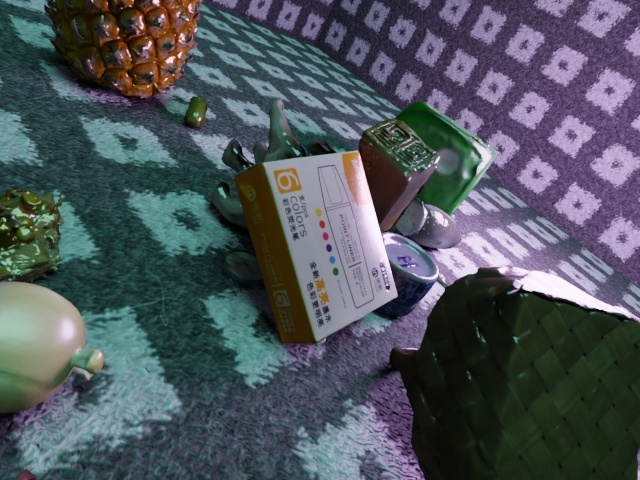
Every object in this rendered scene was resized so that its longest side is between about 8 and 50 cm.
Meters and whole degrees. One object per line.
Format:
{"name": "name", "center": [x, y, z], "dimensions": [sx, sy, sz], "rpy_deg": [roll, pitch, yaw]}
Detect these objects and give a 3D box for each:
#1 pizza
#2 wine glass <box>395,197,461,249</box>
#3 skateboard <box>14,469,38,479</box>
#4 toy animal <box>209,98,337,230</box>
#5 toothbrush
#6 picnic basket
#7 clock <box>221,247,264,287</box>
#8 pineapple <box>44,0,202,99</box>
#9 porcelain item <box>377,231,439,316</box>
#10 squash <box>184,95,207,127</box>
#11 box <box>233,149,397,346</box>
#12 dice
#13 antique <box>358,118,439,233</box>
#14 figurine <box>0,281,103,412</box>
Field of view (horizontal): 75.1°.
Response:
{"name": "pizza", "center": [-0.393, -0.010, 0.506], "dimensions": [0.147, 0.069, 0.226], "rpy_deg": [35, 29, 12]}
{"name": "wine glass", "center": [0.295, -0.039, 1.140], "dimensions": [0.204, 0.111, 0.111], "rpy_deg": [17, 30, -43]}
{"name": "skateboard", "center": [-0.244, 0.235, 0.284], "dimensions": [0.080, 0.067, 0.151], "rpy_deg": [38, 25, -7]}
{"name": "toy animal", "center": [-0.037, -0.112, 0.873], "dimensions": [0.302, 0.194, 0.344], "rpy_deg": [32, 40, -7]}
{"name": "toothbrush", "center": [0.286, 0.070, 1.065], "dimensions": [0.026, 0.028, 0.294], "rpy_deg": [-2, 38, -47]}
{"name": "picnic basket", "center": [0.244, 0.208, 0.611], "dimensions": [0.292, 0.338, 0.337], "rpy_deg": [15, 32, -15]}
{"name": "clock", "center": [-0.128, 0.046, 0.718], "dimensions": [0.085, 0.017, 0.085], "rpy_deg": [23, 30, -14]}
{"name": "pineapple", "center": [-0.458, -0.522, 0.992], "dimensions": [0.352, 0.300, 0.353], "rpy_deg": [23, 31, -15]}
{"name": "porcelain item", "center": [0.149, 0.070, 0.840], "dimensions": [0.147, 0.114, 0.147], "rpy_deg": [22, 29, -13]}
{"name": "squash", "center": [-0.327, -0.346, 1.106], "dimensions": [0.052, 0.052, 0.184], "rpy_deg": [19, 28, -21]}
{"name": "box", "center": [0.000, 0.000, 0.670], "dimensions": [0.220, 0.091, 0.274], "rpy_deg": [-21, 95, -44]}
{"name": "dice", "center": [0.347, -0.236, 1.309], "dimensions": [0.297, 0.300, 0.287], "rpy_deg": [40, 28, 17]}
{"name": "antique", "center": [0.141, -0.110, 0.941], "dimensions": [0.125, 0.284, 0.150], "rpy_deg": [-29, 63, -30]}
{"name": "figurine", "center": [-0.368, 0.027, 0.334], "dimensions": [0.394, 0.226, 0.275], "rpy_deg": [28, 55, -25]}
